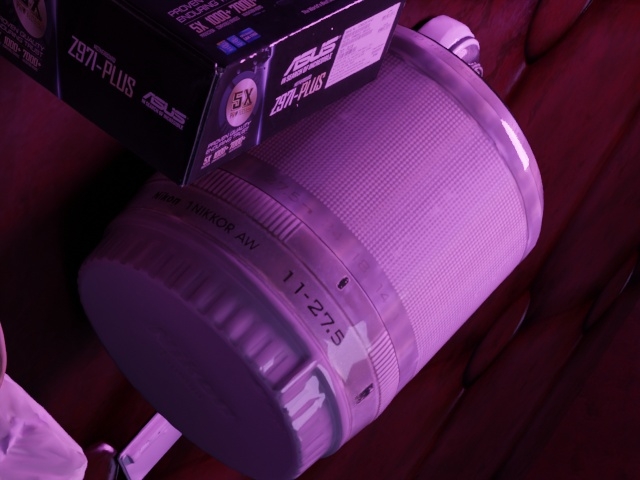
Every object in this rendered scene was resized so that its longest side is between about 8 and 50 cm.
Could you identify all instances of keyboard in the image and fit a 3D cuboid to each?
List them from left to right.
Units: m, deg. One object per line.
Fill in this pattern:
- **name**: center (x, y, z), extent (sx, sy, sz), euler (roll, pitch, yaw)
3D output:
- **keyboard**: center (-0.081, 0.104, 1.520), extent (0.256, 0.014, 0.072), euler (-47, 165, -18)

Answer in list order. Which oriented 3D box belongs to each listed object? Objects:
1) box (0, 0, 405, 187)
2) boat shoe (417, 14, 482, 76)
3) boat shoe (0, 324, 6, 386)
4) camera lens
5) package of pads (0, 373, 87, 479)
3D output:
- **box**: center (-0.063, -0.126, 0.953), extent (0.180, 0.147, 0.077), euler (-32, 151, -46)
- **boat shoe**: center (0.079, -0.020, 1.497), extent (0.121, 0.119, 0.335), euler (-18, 133, -58)
- **boat shoe**: center (-0.211, -0.019, 0.838), extent (0.121, 0.110, 0.341), euler (-47, 160, -19)
- **camera lens**: center (0.000, 0.000, 1.207), extent (0.274, 0.219, 0.219), euler (-45, 159, -25)
- **package of pads**: center (-0.283, 0.225, 1.028), extent (0.296, 0.101, 0.229), euler (-42, 175, -29)
